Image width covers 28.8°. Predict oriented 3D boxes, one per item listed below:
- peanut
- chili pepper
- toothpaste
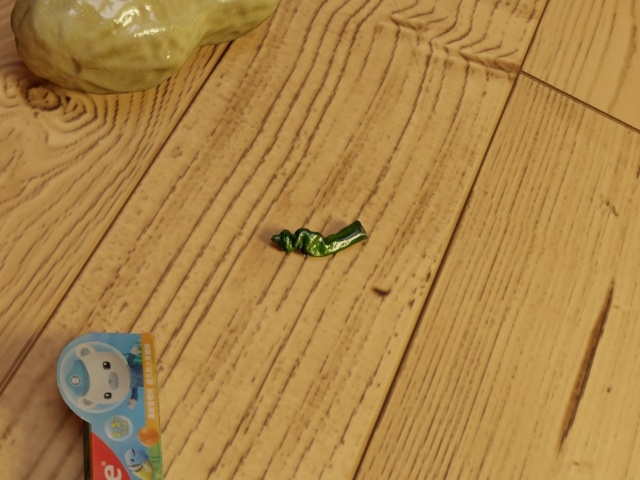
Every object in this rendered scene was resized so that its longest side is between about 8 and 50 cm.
[{"bbox_3d":[-0.134,-0.192,1.036,0.257,0.123,0.123,-25,68,-36],"label":"peanut"},{"bbox_3d":[0.000,0.000,1.007,0.083,0.022,0.027,-6,92,-25],"label":"chili pepper"},{"bbox_3d":[-0.142,0.155,0.829,0.070,0.044,0.193,3,55,-17],"label":"toothpaste"}]
